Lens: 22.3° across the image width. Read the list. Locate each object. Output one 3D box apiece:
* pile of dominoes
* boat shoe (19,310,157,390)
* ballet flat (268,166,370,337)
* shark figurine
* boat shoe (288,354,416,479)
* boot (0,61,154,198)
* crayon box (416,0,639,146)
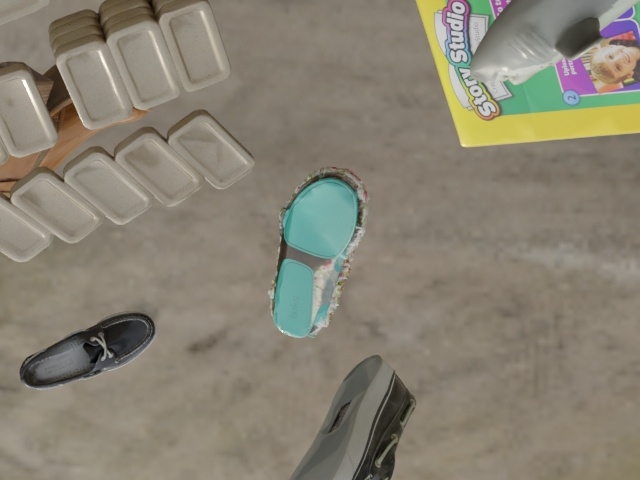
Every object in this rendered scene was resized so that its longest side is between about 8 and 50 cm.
[{"bbox_3d":[-0.174,-0.072,0.900,0.251,0.040,0.196,-20,137,-2],"label":"pile of dominoes"},{"bbox_3d":[-0.201,0.096,1.404,0.125,0.046,0.038,-19,-178,-1],"label":"boat shoe"},{"bbox_3d":[0.000,0.000,1.663,0.091,0.077,0.241,28,134,7],"label":"ballet flat"},{"bbox_3d":[0.213,-0.222,1.165,0.278,0.116,0.166,-37,-174,1],"label":"shark figurine"},{"bbox_3d":[0.032,0.189,1.395,0.070,0.219,0.078,46,132,-13],"label":"boat shoe"},{"bbox_3d":[-0.358,-0.121,2.166,0.109,0.220,0.283,34,-158,26],"label":"boot"},{"bbox_3d":[0.257,-0.288,1.735,0.313,0.106,0.363,-2,122,31],"label":"crayon box"}]
